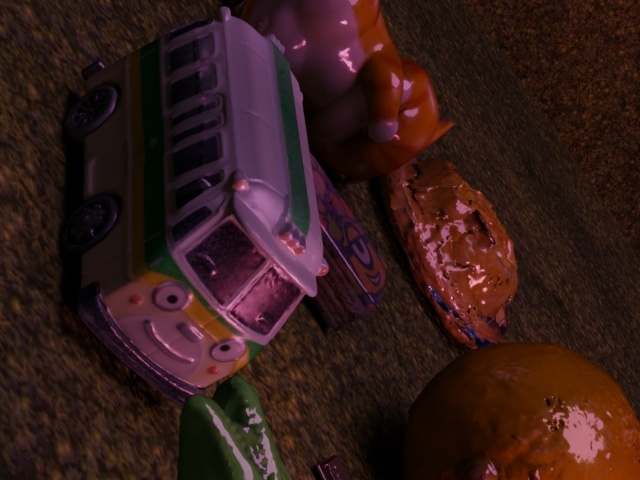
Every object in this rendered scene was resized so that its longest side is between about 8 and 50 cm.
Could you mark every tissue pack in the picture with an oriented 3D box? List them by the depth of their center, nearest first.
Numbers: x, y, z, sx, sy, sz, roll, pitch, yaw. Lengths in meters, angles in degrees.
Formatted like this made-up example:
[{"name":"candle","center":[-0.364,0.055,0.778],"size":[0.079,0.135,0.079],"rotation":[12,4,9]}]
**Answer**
[{"name":"tissue pack","center":[0.000,0.000,1.489],"size":[0.148,0.060,0.108],"rotation":[56,18,-15]}]

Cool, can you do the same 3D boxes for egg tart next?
[{"name":"egg tart","center":[0.175,0.003,1.898],"size":[0.291,0.107,0.290],"rotation":[51,20,-28]}]

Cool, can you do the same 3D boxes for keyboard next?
[{"name":"keyboard","center":[0.032,0.242,1.297],"size":[0.129,0.015,0.049],"rotation":[63,12,6]}]

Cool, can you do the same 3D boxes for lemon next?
[{"name":"lemon","center":[0.189,0.205,1.439],"size":[0.263,0.236,0.236],"rotation":[-36,98,-52]}]

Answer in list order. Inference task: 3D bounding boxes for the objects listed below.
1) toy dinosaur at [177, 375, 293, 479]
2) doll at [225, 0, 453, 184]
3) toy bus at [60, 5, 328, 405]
[{"name":"toy dinosaur","center":[-0.056,0.346,0.726],"size":[0.374,0.144,0.499],"rotation":[-27,103,-66]},{"name":"doll","center":[0.021,-0.183,1.667],"size":[0.269,0.167,0.162],"rotation":[59,19,-18]},{"name":"toy bus","center":[-0.087,-0.036,1.127],"size":[0.133,0.165,0.276],"rotation":[46,23,-38]}]
